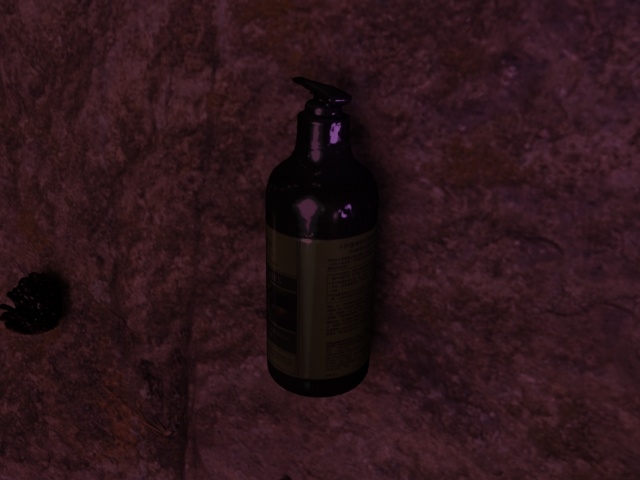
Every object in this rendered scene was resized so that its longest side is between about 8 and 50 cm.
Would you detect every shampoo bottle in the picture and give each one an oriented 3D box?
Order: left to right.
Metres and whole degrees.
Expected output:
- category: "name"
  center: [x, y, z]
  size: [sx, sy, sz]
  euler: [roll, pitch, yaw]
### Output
- category: "shampoo bottle"
  center: [0.000, 0.000, 0.670]
  size: [0.101, 0.101, 0.284]
  euler: [14, 117, 26]

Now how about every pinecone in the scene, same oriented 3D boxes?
- category: "pinecone"
  center: [-0.365, 0.081, 0.946]
  size: [0.077, 0.077, 0.083]
  euler: [24, 97, 20]

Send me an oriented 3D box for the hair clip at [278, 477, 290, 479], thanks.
- category: "hair clip"
  center: [-0.080, 0.368, 0.911]
  size: [0.214, 0.062, 0.056]
  euler: [-53, 49, 31]
